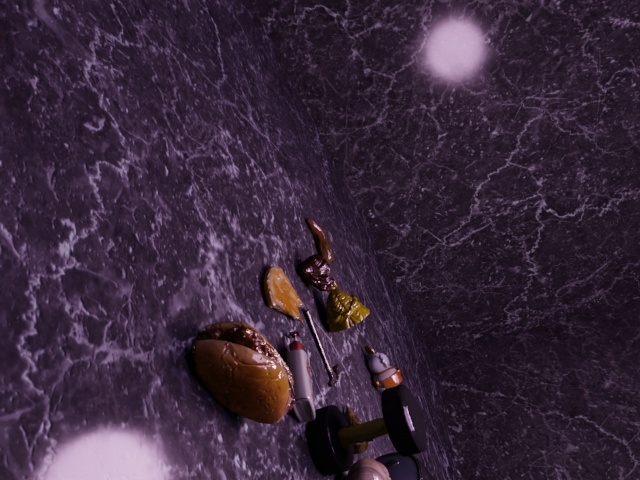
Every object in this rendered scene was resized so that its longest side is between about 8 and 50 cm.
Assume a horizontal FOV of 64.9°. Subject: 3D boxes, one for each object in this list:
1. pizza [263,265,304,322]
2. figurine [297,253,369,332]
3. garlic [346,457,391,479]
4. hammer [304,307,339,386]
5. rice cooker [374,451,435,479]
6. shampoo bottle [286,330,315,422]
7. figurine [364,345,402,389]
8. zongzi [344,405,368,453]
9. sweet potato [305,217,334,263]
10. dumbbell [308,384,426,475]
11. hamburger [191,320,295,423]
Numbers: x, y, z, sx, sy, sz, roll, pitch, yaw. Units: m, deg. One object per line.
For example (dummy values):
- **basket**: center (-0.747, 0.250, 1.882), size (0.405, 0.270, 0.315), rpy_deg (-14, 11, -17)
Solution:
- **pizza**: center (-0.123, 0.186, 1.716), size (0.262, 0.034, 0.181), rpy_deg (49, 25, -48)
- **figurine**: center (0.039, 0.196, 2.024), size (0.315, 0.168, 0.187), rpy_deg (58, -26, -6)
- **garlic**: center (0.150, 0.812, 1.595), size (0.227, 0.152, 0.227), rpy_deg (59, 17, -30)
- **hammer**: center (0.003, 0.394, 1.878), size (0.296, 0.027, 0.125), rpy_deg (67, 17, -3)
- **rice cooker**: center (0.290, 0.904, 1.773), size (0.267, 0.268, 0.224), rpy_deg (-85, 153, -57)
- **shampoo bottle**: center (-0.066, 0.396, 1.555), size (0.153, 0.071, 0.284), rpy_deg (77, 4, -48)
- **figurine**: center (0.286, 0.616, 2.359), size (0.271, 0.143, 0.143), rpy_deg (46, 20, -6)
- **zongzi**: center (0.111, 0.641, 1.770), size (0.188, 0.082, 0.177), rpy_deg (79, -5, -54)
- **sweet potato**: center (0.001, -0.002, 2.319), size (0.232, 0.062, 0.081), rpy_deg (66, 17, 3)
- **dumbbell**: center (0.144, 0.585, 1.553), size (0.203, 0.323, 0.203), rpy_deg (58, 19, -33)
- **hamburger**: center (-0.170, 0.307, 1.195), size (0.283, 0.245, 0.155), rpy_deg (19, 38, -7)
